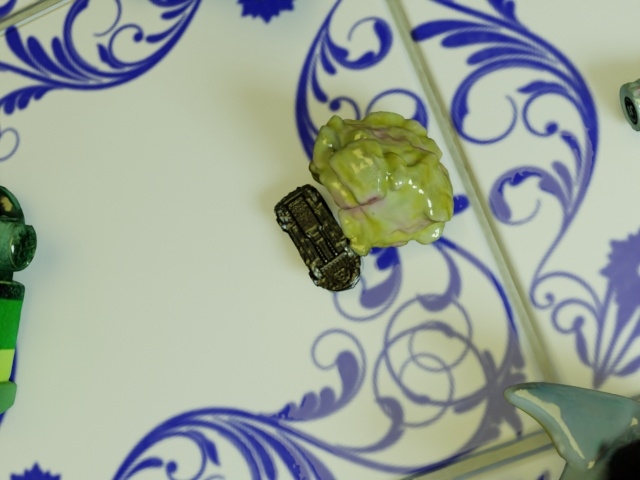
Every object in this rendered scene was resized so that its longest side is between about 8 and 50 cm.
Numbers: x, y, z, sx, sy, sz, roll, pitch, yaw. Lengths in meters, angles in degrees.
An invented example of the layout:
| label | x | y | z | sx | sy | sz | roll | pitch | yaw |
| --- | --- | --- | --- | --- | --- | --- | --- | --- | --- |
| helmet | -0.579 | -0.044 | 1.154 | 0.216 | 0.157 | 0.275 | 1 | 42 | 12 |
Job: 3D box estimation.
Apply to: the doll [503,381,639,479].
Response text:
| label | x | y | z | sx | sy | sz | roll | pitch | yaw |
| --- | --- | --- | --- | --- | --- | --- | --- | --- | --- |
| doll | 0.247 | 0.171 | 0.497 | 0.316 | 0.103 | 0.145 | 5 | 95 | 8 |

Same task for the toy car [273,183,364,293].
| label | x | y | z | sx | sy | sz | roll | pitch | yaw |
| --- | --- | --- | --- | --- | --- | --- | --- | --- | --- |
| toy car | 0.000 | 0.000 | 0.639 | 0.041 | 0.025 | 0.093 | -35 | 69 | 7 |

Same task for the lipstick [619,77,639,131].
| label | x | y | z | sx | sy | sz | roll | pitch | yaw |
| --- | --- | --- | --- | --- | --- | --- | --- | --- | --- |
| lipstick | 0.271 | -0.113 | 0.588 | 0.116 | 0.037 | 0.037 | -21 | 74 | 4 |

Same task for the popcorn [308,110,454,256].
| label | x | y | z | sx | sy | sz | roll | pitch | yaw |
| --- | --- | --- | --- | --- | --- | --- | --- | --- | --- |
| popcorn | 0.045 | -0.044 | 0.608 | 0.109 | 0.089 | 0.097 | 21 | 42 | 1 |

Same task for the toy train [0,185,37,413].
| label | x | y | z | sx | sy | sz | roll | pitch | yaw |
| --- | --- | --- | --- | --- | --- | --- | --- | --- | --- |
| toy train | -0.372 | 0.035 | 0.685 | 0.301 | 0.120 | 0.202 | 6 | 83 | 16 |
